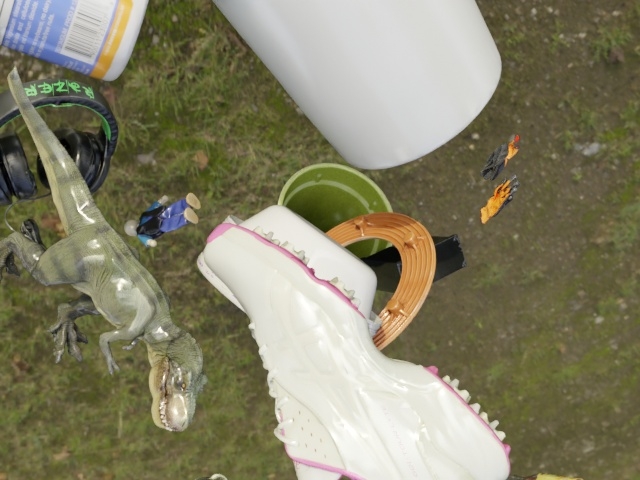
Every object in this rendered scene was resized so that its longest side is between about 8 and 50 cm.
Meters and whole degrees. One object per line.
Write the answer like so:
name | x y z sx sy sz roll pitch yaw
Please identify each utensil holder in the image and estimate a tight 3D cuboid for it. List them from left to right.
utensil holder | 0.052 -0.342 1.031 0.327 0.327 0.385 -32 125 15

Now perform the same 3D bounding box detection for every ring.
ring | 0.043 0.075 1.216 0.336 0.336 0.032 -32 126 15

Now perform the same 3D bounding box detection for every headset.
headset | -0.505 -0.115 1.281 0.243 0.185 0.394 -10 150 -38

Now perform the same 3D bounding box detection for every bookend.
bookend | 0.191 0.046 1.464 0.156 0.157 0.072 -24 101 -24

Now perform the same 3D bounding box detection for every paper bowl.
paper bowl | -0.030 0.055 1.049 0.284 0.284 0.148 34 93 -42

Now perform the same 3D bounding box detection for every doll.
doll | -0.342 -0.047 1.495 0.189 0.129 0.046 -17 143 27

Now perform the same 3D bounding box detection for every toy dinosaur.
toy dinosaur | -0.176 0.022 0.502 0.118 0.268 0.064 -33 178 25

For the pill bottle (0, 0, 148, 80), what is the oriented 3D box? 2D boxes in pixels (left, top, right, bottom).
pill bottle | -0.324 -0.279 0.718 0.272 0.152 0.152 16 129 -27

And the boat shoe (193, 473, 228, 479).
boat shoe | -0.115 0.273 0.710 0.219 0.070 0.078 -5 130 -3

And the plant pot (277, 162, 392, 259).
plant pot | 0.000 0.000 1.649 0.276 0.276 0.254 0 155 -20

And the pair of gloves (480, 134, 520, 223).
pair of gloves | 0.190 -0.066 0.748 0.010 0.083 0.074 15 152 -11

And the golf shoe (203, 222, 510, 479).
golf shoe | -0.002 0.111 0.553 0.140 0.306 0.115 -46 163 -9

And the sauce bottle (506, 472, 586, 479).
sauce bottle | 0.286 0.315 0.883 0.042 0.042 0.128 10 166 -28
